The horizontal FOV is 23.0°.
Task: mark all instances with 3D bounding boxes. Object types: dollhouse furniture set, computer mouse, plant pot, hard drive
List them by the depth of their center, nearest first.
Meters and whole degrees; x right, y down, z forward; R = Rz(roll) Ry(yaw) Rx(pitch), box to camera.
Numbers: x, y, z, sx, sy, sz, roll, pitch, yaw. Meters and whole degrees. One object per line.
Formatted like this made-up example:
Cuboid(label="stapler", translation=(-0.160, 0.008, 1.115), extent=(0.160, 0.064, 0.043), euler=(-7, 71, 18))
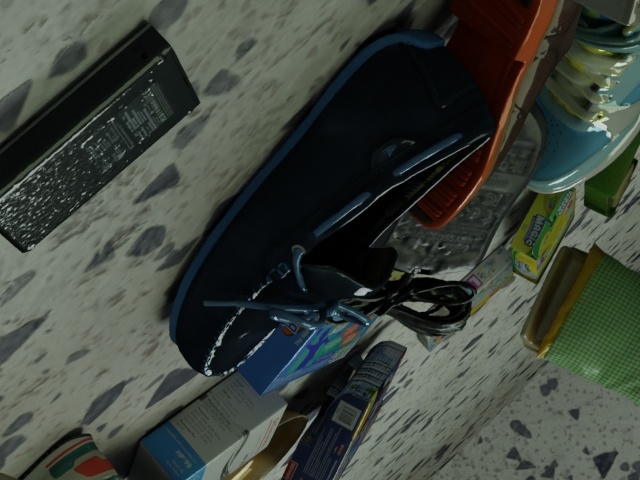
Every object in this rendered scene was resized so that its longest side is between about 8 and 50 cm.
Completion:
Cuboid(label="hard drive", translation=(-0.130, -0.053, 0.865), extent=(0.135, 0.022, 0.094), euler=(-42, 165, -6))
Cuboid(label="computer mouse", translation=(0.090, -0.039, 1.334), extent=(0.188, 0.072, 0.272), euler=(11, 128, -25))
Cuboid(label="plant pot", translation=(-0.113, 0.271, 1.803), extent=(0.236, 0.032, 0.236), euler=(-40, 166, -13))
Cuboid(label="dollhouse furniture set", translation=(0.392, 0.034, 1.950), extent=(0.302, 0.197, 0.151), euler=(-64, 169, -7))

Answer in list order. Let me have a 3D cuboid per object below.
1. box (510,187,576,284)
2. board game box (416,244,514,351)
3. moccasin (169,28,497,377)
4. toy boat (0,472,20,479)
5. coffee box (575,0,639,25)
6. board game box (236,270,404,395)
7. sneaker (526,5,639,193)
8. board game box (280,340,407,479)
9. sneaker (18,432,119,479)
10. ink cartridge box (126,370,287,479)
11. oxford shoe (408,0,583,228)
Cuboid(label="box", translation=(0.276, -0.013, 1.950), extent=(0.105, 0.043, 0.179), euler=(-60, 169, -7))
Cuboid(label="board game box", translation=(0.189, 0.078, 2.059), extent=(0.154, 0.026, 0.103), euler=(-42, 165, -5))
Cuboid(label="moccasin", translation=(0.000, 0.000, 1.166), extent=(0.137, 0.117, 0.342), euler=(-25, 156, -50))
Cuboid(label="toy boat", translation=(-0.311, 0.304, 1.145), extent=(0.267, 0.148, 0.318), euler=(-24, 156, -51))
Cuboid(label="coffee box", translation=(0.268, -0.232, 1.062), extent=(0.246, 0.098, 0.141), euler=(-11, 124, -39))
Cuboid(label="board game box", translation=(0.027, 0.048, 1.508), extent=(0.210, 0.047, 0.160), euler=(-51, 163, 28))
Cuboid(label="sneaker", translation=(0.216, -0.162, 1.276), extent=(0.208, 0.127, 0.319), euler=(-23, 146, -57))
Cuboid(label="board game box", translation=(0.031, 0.211, 1.904), extent=(0.194, 0.060, 0.194), euler=(-66, 171, 28))
Cuboid(label="sneaker", translation=(-0.231, 0.238, 1.310), extent=(0.161, 0.075, 0.057), euler=(-44, 165, 3))
Cuboid(label="ink cartridge box", translation=(-0.099, 0.191, 1.554), extent=(0.180, 0.060, 0.104), euler=(-34, 163, -30))
Cuboid(label="oxford shoe", translation=(0.134, -0.117, 1.172), extent=(0.098, 0.097, 0.271), euler=(-19, 147, -39))
